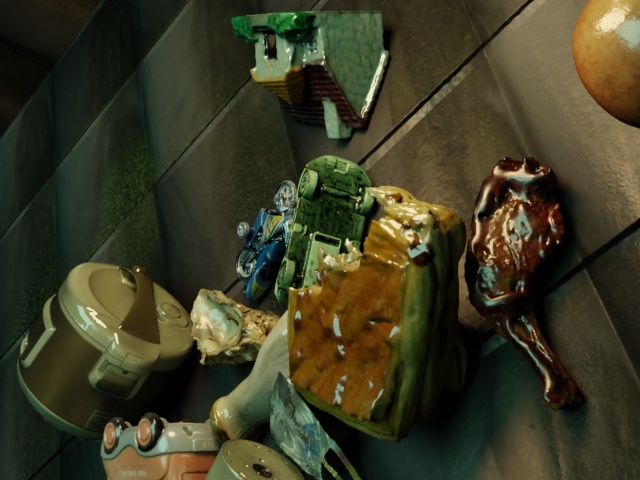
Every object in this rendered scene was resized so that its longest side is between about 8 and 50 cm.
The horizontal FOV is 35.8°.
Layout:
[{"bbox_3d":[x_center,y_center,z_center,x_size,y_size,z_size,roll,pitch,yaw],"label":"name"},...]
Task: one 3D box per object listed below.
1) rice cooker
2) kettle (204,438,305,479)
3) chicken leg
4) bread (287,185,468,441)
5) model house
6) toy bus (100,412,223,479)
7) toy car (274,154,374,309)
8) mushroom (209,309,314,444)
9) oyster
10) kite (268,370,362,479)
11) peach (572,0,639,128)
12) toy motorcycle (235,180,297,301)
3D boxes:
[{"bbox_3d":[-0.457,0.226,2.132,0.325,0.335,0.335,-54,38,18],"label":"rice cooker"},{"bbox_3d":[-0.134,0.512,1.721,0.240,0.165,0.255,34,102,25],"label":"kettle"},{"bbox_3d":[0.295,0.061,1.450,0.158,0.096,0.406,-16,60,26],"label":"chicken leg"},{"bbox_3d":[0.100,0.100,1.543,0.314,0.192,0.369,22,108,54],"label":"bread"},{"bbox_3d":[-0.029,-0.330,1.990,0.281,0.230,0.248,15,109,56],"label":"model house"},{"bbox_3d":[-0.297,0.456,1.940,0.288,0.194,0.232,-19,70,46],"label":"toy bus"},{"bbox_3d":[0.000,0.000,1.826,0.125,0.136,0.305,146,137,-67],"label":"toy car"},{"bbox_3d":[-0.085,0.259,1.797,0.329,0.122,0.159,-43,63,35],"label":"mushroom"},{"bbox_3d":[-0.170,0.180,1.971,0.341,0.110,0.166,-5,63,54],"label":"oyster"},{"bbox_3d":[0.002,0.367,1.642,0.310,0.015,0.169,48,142,31],"label":"kite"},{"bbox_3d":[0.453,-0.265,1.292,0.252,0.252,0.252,-28,52,42],"label":"peach"},{"bbox_3d":[-0.097,0.007,1.982,0.254,0.092,0.135,-58,45,29],"label":"toy motorcycle"}]
